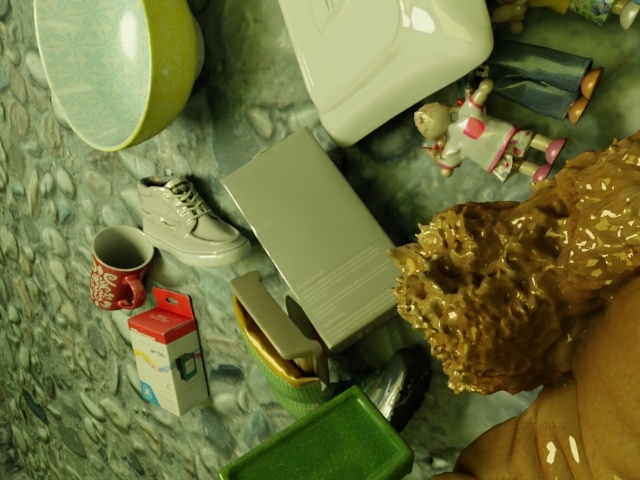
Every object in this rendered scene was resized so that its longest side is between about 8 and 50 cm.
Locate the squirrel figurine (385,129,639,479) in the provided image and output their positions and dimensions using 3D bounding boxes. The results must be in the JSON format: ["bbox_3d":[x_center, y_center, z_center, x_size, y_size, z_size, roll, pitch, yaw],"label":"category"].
[{"bbox_3d":[0.235,0.130,0.387,0.397,0.281,0.370,60,143,18],"label":"squirrel figurine"}]

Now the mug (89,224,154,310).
[{"bbox_3d":[-0.415,0.077,0.949,0.169,0.113,0.150,-54,34,42],"label":"mug"}]

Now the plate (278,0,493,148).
[{"bbox_3d":[0.020,-0.249,0.449,0.278,0.045,0.277,-11,96,67],"label":"plate"}]

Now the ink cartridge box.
[{"bbox_3d":[-0.314,0.222,0.952,0.134,0.078,0.231,6,109,38],"label":"ink cartridge box"}]

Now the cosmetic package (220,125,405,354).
[{"bbox_3d":[0.000,0.000,0.554,0.238,0.127,0.107,57,176,19],"label":"cosmetic package"}]

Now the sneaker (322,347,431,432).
[{"bbox_3d":[0.047,0.239,0.646,0.122,0.110,0.283,40,127,26],"label":"sneaker"}]

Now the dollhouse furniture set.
[{"bbox_3d":[-0.054,0.205,0.529,0.301,0.151,0.198,44,152,38],"label":"dollhouse furniture set"}]

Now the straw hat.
[{"bbox_3d":[0.009,0.129,0.660,0.061,0.144,0.145,-25,89,4],"label":"straw hat"}]

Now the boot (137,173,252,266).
[{"bbox_3d":[-0.220,-0.042,0.765,0.258,0.095,0.123,12,120,37],"label":"boot"}]

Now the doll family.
[{"bbox_3d":[0.168,-0.179,0.409,0.163,0.118,0.263,30,141,21],"label":"doll family"}]

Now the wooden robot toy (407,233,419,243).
[{"bbox_3d":[0.143,0.022,0.506,0.173,0.079,0.076,-20,93,42],"label":"wooden robot toy"}]

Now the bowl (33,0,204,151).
[{"bbox_3d":[-0.265,-0.283,0.675,0.289,0.156,0.290,15,115,34],"label":"bowl"}]
